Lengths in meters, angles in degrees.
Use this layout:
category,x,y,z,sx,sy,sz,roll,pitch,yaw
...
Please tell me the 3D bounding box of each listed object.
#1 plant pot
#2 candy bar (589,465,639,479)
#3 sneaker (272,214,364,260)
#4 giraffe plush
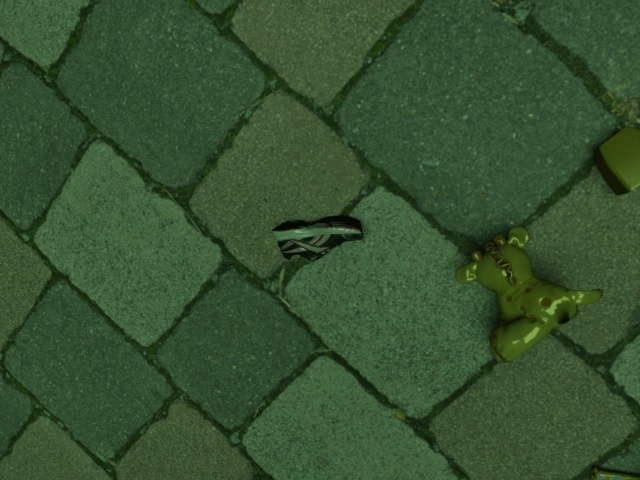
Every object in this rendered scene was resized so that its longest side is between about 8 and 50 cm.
category,x,y,z,sx,sy,sz,roll,pitch,yaw
plant pot,0.482,-0.130,0.709,0.081,0.081,0.083,-41,78,17
candy bar,0.581,0.442,0.821,0.161,0.018,0.040,3,102,14
sneaker,0.000,0.000,0.866,0.178,0.072,0.077,-2,112,22
giraffe plush,0.322,0.083,0.752,0.181,0.210,0.170,-30,66,-13
